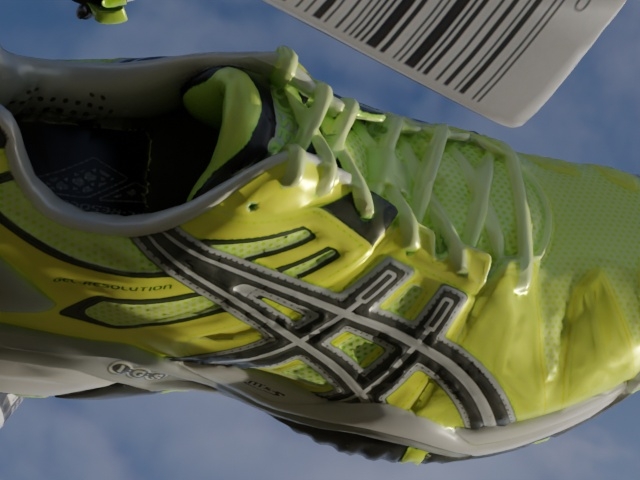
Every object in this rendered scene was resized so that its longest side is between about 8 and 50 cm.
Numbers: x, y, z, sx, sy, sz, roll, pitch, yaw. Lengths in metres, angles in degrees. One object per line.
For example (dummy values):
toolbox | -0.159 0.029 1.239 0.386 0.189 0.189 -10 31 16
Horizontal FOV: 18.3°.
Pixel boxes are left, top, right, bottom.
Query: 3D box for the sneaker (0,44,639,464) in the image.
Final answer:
sneaker | 0.000 0.000 0.835 0.384 0.145 0.147 2 -32 -17

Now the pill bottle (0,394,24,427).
pill bottle | -0.260 0.044 1.423 0.162 0.278 0.162 28 -27 16

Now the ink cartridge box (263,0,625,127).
ink cartridge box | -0.092 -0.199 0.595 0.324 0.330 0.071 24 -65 -29

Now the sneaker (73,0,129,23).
sneaker | -0.177 -0.219 1.220 0.235 0.097 0.084 45 -15 31
